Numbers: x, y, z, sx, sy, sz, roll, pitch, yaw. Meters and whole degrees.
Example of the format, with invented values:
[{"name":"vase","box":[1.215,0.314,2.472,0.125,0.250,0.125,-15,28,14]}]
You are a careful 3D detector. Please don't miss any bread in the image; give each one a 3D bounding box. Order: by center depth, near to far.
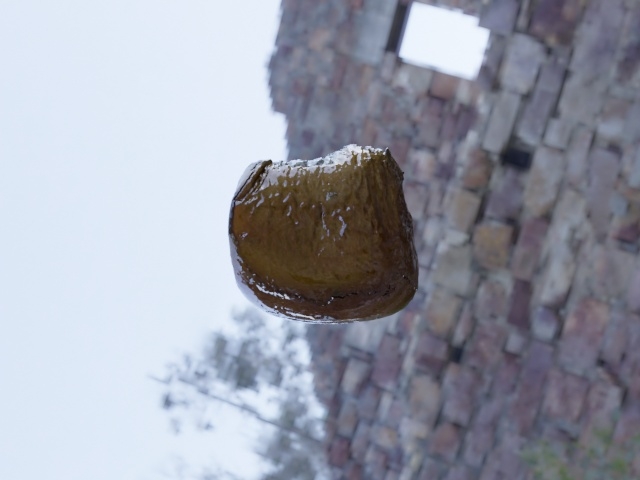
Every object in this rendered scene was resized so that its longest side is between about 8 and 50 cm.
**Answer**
[{"name":"bread","box":[0.000,0.000,0.965,0.044,0.129,0.126,-48,-47,-76]}]
